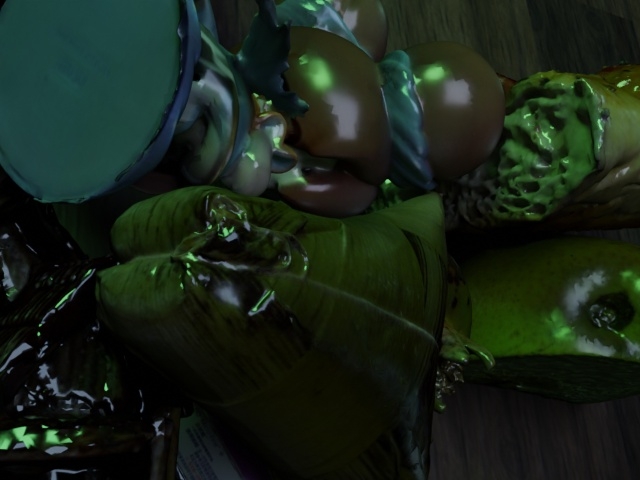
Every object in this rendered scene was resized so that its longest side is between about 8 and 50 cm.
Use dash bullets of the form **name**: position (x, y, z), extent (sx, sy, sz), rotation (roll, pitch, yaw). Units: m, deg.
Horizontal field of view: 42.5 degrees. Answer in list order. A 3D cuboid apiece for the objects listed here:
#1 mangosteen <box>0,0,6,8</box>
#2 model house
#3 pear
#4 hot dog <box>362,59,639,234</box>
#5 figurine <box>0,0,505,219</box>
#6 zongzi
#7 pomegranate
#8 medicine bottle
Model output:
- **mangosteen**: position (-0.206, -0.411, 0.768), extent (0.381, 0.381, 0.421), rotation (38, 54, -10)
- **model house**: position (-0.256, 0.076, 0.564), extent (0.297, 0.317, 0.282), rotation (24, 64, -37)
- **pear**: position (0.263, 0.076, 0.897), extent (0.292, 0.292, 0.159), rotation (14, 71, -25)
- **hot dog**: position (0.279, -0.097, 0.921), extent (0.365, 0.367, 0.196), rotation (3, 89, -33)
- **figurine**: position (-0.049, -0.130, 0.686), extent (0.276, 0.248, 0.388), rotation (44, 17, 29)
- **zongzi**: position (0.000, 0.000, 0.585), extent (0.274, 0.145, 0.300), rotation (53, 46, -40)
- **pomegranate**: position (0.052, 0.084, 0.777), extent (0.198, 0.198, 0.246), rotation (29, 23, -16)
- **medicine bottle**: position (-0.051, 0.185, 0.709), extent (0.171, 0.052, 0.201), rotation (60, 15, 8)
